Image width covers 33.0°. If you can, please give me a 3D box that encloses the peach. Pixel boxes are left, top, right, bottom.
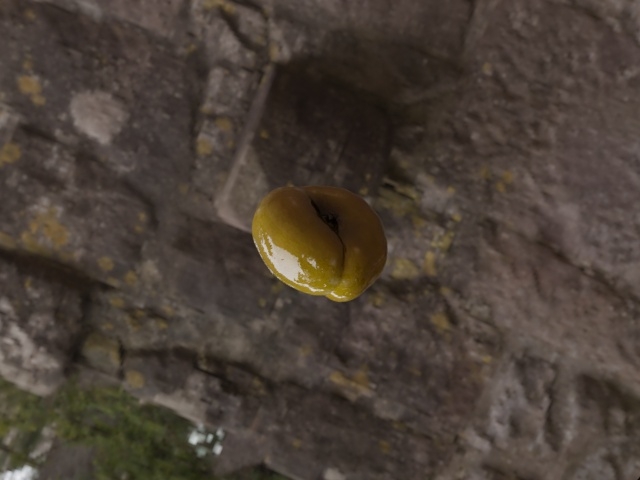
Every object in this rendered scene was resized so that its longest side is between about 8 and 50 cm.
[{"bbox_3d":[0.000,0.000,1.371,0.179,0.103,0.179,17,-140,-15],"label":"peach"}]

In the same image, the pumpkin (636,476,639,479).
[{"bbox_3d":[0.563,0.415,1.461,0.320,0.192,0.320,35,-179,-1],"label":"pumpkin"}]
